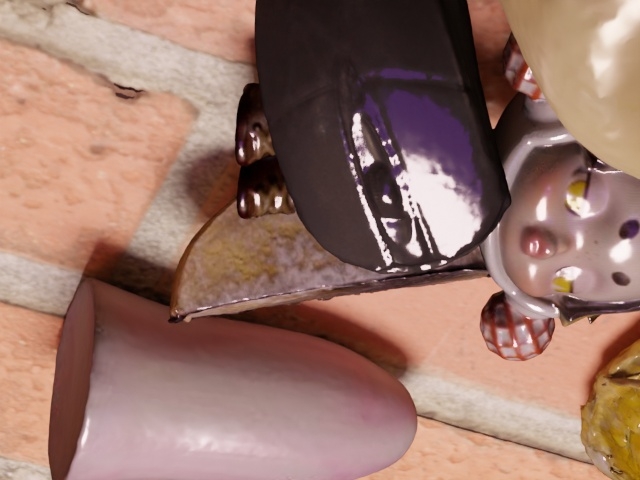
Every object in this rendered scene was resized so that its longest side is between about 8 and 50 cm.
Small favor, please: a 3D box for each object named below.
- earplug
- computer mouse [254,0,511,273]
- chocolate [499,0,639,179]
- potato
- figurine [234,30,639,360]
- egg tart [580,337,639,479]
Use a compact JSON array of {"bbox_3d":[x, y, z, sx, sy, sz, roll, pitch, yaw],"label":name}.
[{"bbox_3d":[-0.062,0.138,1.345,0.301,0.172,0.172,10,139,-18],"label":"earplug"},{"bbox_3d":[0.029,-0.103,1.001,0.138,0.086,0.269,-9,99,24],"label":"computer mouse"},{"bbox_3d":[0.227,-0.183,0.857,0.326,0.297,0.314,32,126,-28],"label":"chocolate"},{"bbox_3d":[0.002,-0.002,1.244,0.261,0.100,0.120,-8,179,-10],"label":"potato"},{"bbox_3d":[0.126,-0.045,1.120,0.370,0.167,0.281,6,129,8],"label":"figurine"},{"bbox_3d":[0.366,0.174,1.390,0.295,0.116,0.294,0,138,0],"label":"egg tart"}]
